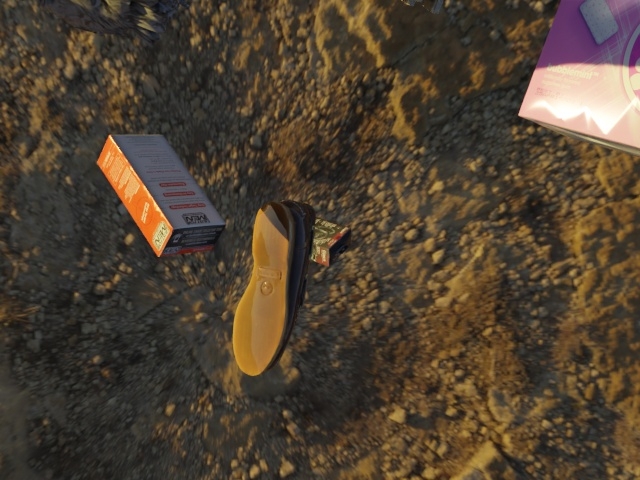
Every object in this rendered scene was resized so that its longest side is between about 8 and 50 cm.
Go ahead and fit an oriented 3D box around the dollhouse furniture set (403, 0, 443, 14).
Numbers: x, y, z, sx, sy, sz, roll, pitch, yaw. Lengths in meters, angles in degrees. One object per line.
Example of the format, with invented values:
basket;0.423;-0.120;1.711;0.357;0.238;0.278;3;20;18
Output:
dollhouse furniture set;0.066;-0.445;1.204;0.212;0.242;0.161;12;114;-20

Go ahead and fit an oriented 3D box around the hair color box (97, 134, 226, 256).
hair color box;-0.167;-0.050;0.912;0.072;0.043;0.141;-6;50;-46

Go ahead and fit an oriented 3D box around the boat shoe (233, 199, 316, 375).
boat shoe;-0.046;0.055;1.013;0.073;0.073;0.207;20;102;31

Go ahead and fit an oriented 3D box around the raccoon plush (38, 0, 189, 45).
raccoon plush;-0.079;-0.298;0.537;0.446;0.216;0.299;14;76;33

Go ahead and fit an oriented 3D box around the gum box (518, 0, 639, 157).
gum box;0.199;-0.090;0.442;0.062;0.188;0.107;12;100;-43

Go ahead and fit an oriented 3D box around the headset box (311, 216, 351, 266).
headset box;0.000;0.000;1.234;0.083;0.032;0.062;19;40;26
